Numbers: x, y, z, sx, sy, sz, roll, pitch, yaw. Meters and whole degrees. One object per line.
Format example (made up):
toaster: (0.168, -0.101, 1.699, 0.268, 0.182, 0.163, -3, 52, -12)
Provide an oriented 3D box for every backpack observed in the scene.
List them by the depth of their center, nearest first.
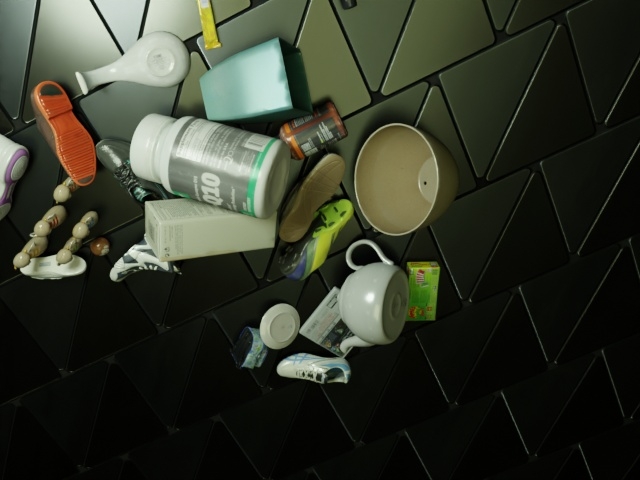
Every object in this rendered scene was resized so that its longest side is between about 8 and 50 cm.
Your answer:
backpack: (-0.212, 0.327, 1.764, 0.084, 0.105, 0.114, 16, 110, -34)

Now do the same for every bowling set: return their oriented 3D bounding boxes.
bowling set: (-0.673, -0.017, 1.562, 0.200, 0.154, 0.287, 29, 109, -14)

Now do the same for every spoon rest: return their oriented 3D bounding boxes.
spoon rest: (-0.467, -0.438, 1.449, 0.276, 0.084, 0.137, -18, 115, -10)

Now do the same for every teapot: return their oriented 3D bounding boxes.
teapot: (0.136, 0.171, 1.671, 0.187, 0.256, 0.252, 8, 141, 30)

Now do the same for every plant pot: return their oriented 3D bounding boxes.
plant pot: (-0.165, -0.373, 1.423, 0.234, 0.166, 0.165, -10, 94, 18)
plant pot: (0.256, -0.160, 1.518, 0.191, 0.284, 0.284, -5, 118, -40)

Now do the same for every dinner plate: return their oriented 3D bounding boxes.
dinner plate: (-0.119, 0.263, 1.745, 0.141, 0.017, 0.141, -7, 102, -36)

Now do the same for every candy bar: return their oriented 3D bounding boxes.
candy bar: (-0.283, -0.560, 1.429, 0.040, 0.018, 0.161, -10, 113, -3)

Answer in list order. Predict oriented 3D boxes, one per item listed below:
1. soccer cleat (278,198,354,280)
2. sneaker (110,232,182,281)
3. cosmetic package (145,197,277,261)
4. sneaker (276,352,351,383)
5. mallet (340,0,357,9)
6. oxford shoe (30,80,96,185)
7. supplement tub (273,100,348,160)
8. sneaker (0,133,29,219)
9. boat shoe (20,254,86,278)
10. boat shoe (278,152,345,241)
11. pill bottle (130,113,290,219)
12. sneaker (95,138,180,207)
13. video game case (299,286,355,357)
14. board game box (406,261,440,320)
soccer cleat: (-0.001, 0.000, 1.659, 0.289, 0.093, 0.121, -48, 138, 11)
sneaker: (-0.476, 0.068, 1.640, 0.235, 0.094, 0.153, -45, 100, 4)
cosmetic package: (-0.288, -0.041, 1.511, 0.309, 0.160, 0.113, -6, 116, -27)
sneaker: (-0.020, 0.411, 1.817, 0.237, 0.086, 0.085, 2, 114, -3)
mallet: (0.132, -0.637, 1.416, 0.190, 0.039, 0.062, -26, 110, 3)
oxford shoe: (-0.667, -0.271, 1.493, 0.098, 0.097, 0.271, -2, 111, 44)
supplement tub: (-0.034, -0.279, 1.515, 0.198, 0.106, 0.106, -25, 112, 7)
sneaker: (-0.897, -0.152, 1.533, 0.152, 0.114, 0.305, 33, 103, -1)
boat shoe: (-0.760, 0.083, 1.652, 0.184, 0.066, 0.063, -8, 157, -2)
boat shoe: (-0.037, -0.129, 1.584, 0.103, 0.092, 0.285, 16, 116, -34)
pill bottle: (-0.274, -0.194, 1.447, 0.361, 0.204, 0.204, 16, 112, 11)
sneaker: (-0.489, -0.167, 1.537, 0.267, 0.106, 0.101, 40, 108, -16)
video game case: (0.058, 0.258, 1.792, 0.173, 0.022, 0.190, 33, 106, -15)
board game box: (0.307, 0.155, 1.750, 0.092, 0.043, 0.181, -1, 112, -2)
